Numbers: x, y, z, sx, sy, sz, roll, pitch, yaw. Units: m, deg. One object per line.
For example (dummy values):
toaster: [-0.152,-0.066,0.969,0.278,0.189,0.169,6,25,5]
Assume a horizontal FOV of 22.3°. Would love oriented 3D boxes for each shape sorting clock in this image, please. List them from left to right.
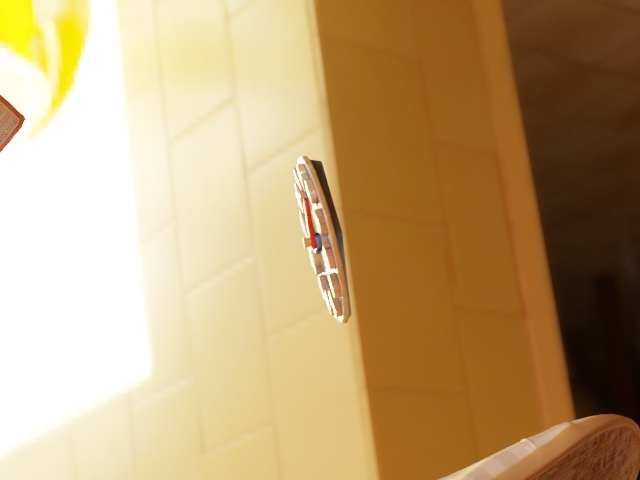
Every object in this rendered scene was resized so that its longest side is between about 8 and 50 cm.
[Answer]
shape sorting clock: [0.000,0.000,1.932,0.040,0.206,0.206,-11,161,-4]

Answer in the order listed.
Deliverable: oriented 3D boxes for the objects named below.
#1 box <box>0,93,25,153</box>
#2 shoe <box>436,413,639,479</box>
box: [-0.422,-0.054,1.415,0.300,0.142,0.154,-51,161,-5]
shoe: [0.127,0.153,1.021,0.058,0.076,0.219,17,-158,41]
